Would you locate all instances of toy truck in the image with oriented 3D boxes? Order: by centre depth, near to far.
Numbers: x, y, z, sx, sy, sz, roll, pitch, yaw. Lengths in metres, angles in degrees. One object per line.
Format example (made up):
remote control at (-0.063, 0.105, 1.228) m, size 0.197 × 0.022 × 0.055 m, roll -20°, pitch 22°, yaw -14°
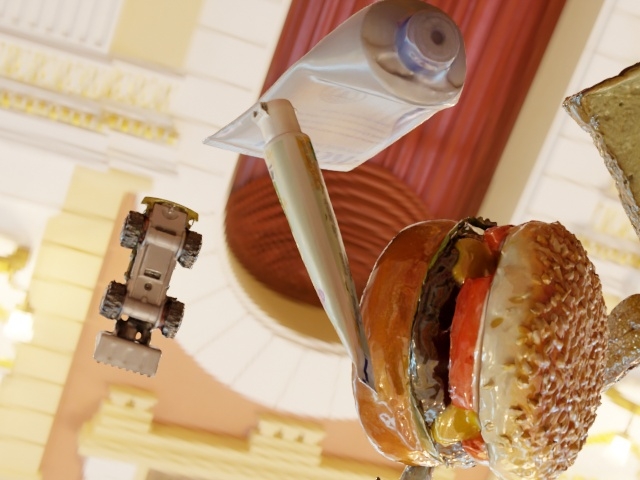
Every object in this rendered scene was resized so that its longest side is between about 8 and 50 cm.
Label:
toy truck at (-0.278, 0.072, 1.957) m, size 0.136 × 0.286 × 0.111 m, roll 19°, pitch 169°, yaw -13°

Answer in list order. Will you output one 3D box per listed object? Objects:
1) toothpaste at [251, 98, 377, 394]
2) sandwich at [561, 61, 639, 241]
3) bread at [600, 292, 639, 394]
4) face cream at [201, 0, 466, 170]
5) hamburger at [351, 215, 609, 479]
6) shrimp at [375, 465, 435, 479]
toothpaste at (0.000, 0.000, 1.209) m, size 0.058 × 0.056 × 0.314 m, roll -2°, pitch -117°, yaw -35°
sandwich at (0.498, -0.141, 1.735) m, size 0.251 × 0.226 × 0.087 m, roll 62°, pitch 176°, yaw -1°
bread at (0.500, 0.177, 2.043) m, size 0.084 × 0.344 × 0.124 m, roll 14°, pitch -134°, yaw -33°
face cream at (0.036, -0.180, 1.558) m, size 0.235 × 0.137 × 0.420 m, roll 8°, pitch 160°, yaw -27°
hamburger at (0.207, 0.129, 1.467) m, size 0.250 × 0.330 × 0.330 m, roll 6°, pitch -171°, yaw 32°
shrimp at (0.110, 0.342, 1.709) m, size 0.051 × 0.262 × 0.198 m, roll 13°, pitch -167°, yaw -12°
